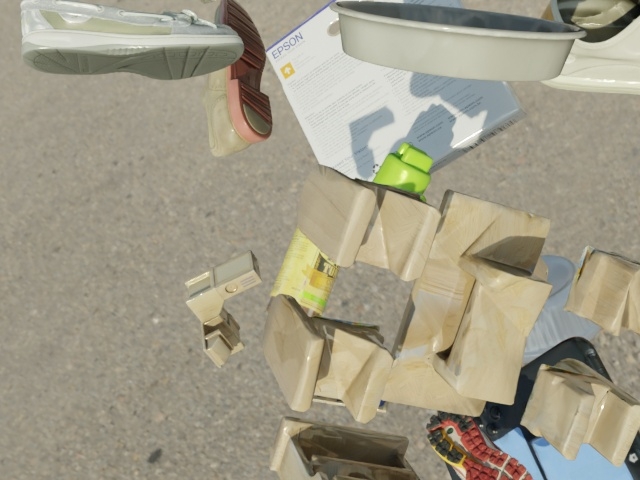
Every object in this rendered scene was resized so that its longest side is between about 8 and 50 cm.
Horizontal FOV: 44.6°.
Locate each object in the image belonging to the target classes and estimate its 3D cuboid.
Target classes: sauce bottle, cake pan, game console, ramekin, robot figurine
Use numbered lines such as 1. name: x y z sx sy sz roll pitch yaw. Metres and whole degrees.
1. sauce bottle: 0.000 0.000 1.523 0.111 0.111 0.345 12 77 42
2. cake pan: 0.153 -0.234 0.903 0.293 0.293 0.054 30 122 47
3. game console: 0.357 0.388 1.182 0.342 0.060 0.387 -48 52 40
4. ramekin: 0.479 0.140 1.730 0.272 0.127 0.273 -21 22 9
5. robot figurine: 0.101 -0.069 1.030 0.115 0.067 0.101 -61 22 14

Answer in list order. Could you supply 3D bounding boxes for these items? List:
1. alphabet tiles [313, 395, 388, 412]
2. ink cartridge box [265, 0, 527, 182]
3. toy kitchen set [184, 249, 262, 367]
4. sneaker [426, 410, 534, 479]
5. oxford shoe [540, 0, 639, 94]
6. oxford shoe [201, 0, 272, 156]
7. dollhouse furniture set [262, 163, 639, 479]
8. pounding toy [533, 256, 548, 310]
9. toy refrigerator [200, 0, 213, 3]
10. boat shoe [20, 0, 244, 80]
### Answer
1. alphabet tiles: 0.072 0.266 1.560 0.237 0.009 0.198 6 29 14
2. ink cartridge box: 0.112 -0.257 1.268 0.324 0.071 0.330 -31 75 21
3. toy kitchen set: -0.078 0.072 0.748 0.075 0.083 0.068 -26 38 7
4. sneaker: 0.242 0.328 1.092 0.088 0.093 0.225 -40 41 4
5. oxford shoe: 0.513 -0.284 1.073 0.448 0.130 0.169 5 51 16
6. oxford shoe: -0.183 -0.319 1.488 0.130 0.123 0.349 -26 54 30
7. dollhouse furniture set: 0.106 0.140 0.830 0.256 0.361 0.395 -138 63 -68
8. pounding toy: 0.264 0.038 1.315 0.181 0.206 0.094 0 66 33
9. toy refrigerator: -0.225 -0.472 1.163 0.102 0.269 0.094 1 67 41
10. boat shoe: -0.272 -0.304 1.149 0.118 0.320 0.103 140 124 -71
